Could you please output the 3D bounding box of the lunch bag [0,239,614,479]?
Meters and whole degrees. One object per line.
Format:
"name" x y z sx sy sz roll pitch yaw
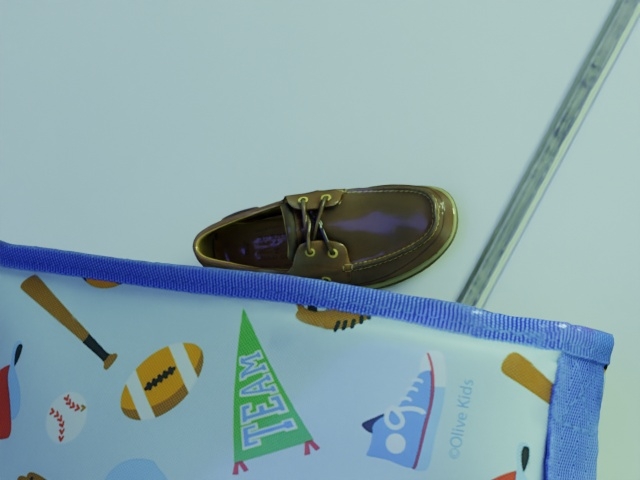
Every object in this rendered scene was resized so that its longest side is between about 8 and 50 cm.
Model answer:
"lunch bag" -0.028 0.184 0.943 0.385 0.239 0.328 4 81 39

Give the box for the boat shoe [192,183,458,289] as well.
"boat shoe" 0.000 0.000 1.063 0.178 0.060 0.064 -10 75 29
